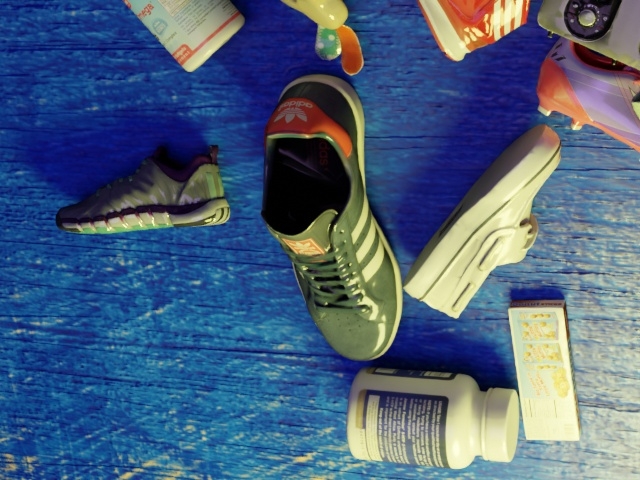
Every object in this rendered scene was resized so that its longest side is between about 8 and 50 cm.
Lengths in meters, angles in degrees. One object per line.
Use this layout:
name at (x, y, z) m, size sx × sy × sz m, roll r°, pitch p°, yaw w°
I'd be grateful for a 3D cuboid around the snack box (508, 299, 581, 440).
snack box at (0.260, 0.152, 1.591) m, size 0.064 × 0.022 × 0.178 m, roll -1°, pitch 115°, yaw 21°

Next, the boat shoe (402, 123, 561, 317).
boat shoe at (0.191, -0.012, 1.491) m, size 0.088 × 0.096 × 0.267 m, roll 34°, pitch 123°, yaw -4°

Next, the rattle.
rattle at (0.004, -0.294, 1.450) m, size 0.199 × 0.143 × 0.130 m, roll 39°, pitch 156°, yaw -20°

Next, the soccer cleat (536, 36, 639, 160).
soccer cleat at (0.338, -0.131, 1.389) m, size 0.248 × 0.083 × 0.095 m, roll 25°, pitch 117°, yaw 9°

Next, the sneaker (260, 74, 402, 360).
sneaker at (0.000, 0.000, 1.531) m, size 0.131 × 0.148 × 0.350 m, roll -5°, pitch 114°, yaw 22°

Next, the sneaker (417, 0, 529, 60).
sneaker at (0.141, -0.300, 1.380) m, size 0.128 × 0.087 × 0.221 m, roll -23°, pitch 119°, yaw 19°

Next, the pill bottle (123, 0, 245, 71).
pill bottle at (-0.164, -0.268, 1.487) m, size 0.087 × 0.087 × 0.160 m, roll -38°, pitch 99°, yaw 31°

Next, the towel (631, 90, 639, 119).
towel at (0.446, -0.076, 1.279) m, size 0.248 × 0.038 × 0.325 m, roll -34°, pitch 126°, yaw 0°

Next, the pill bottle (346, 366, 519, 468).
pill bottle at (0.133, 0.209, 1.613) m, size 0.186 × 0.112 × 0.112 m, roll 3°, pitch 117°, yaw 18°

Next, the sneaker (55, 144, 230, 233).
sneaker at (-0.213, -0.060, 1.633) m, size 0.223 × 0.083 × 0.098 m, roll -4°, pitch 91°, yaw 19°

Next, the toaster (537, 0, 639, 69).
toaster at (0.316, -0.231, 1.295) m, size 0.168 × 0.185 × 0.110 m, roll 28°, pitch 119°, yaw 14°
